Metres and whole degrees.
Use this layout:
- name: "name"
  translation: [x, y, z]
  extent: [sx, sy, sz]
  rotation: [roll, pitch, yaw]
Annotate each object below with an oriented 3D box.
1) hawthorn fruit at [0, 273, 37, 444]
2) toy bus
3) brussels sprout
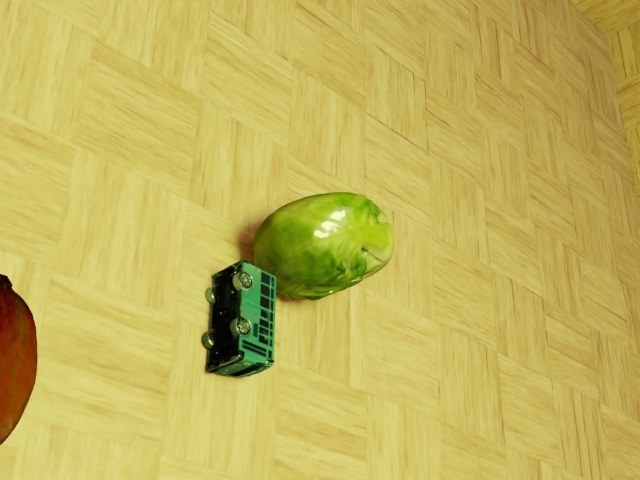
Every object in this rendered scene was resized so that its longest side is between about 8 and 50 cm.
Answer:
- name: "hawthorn fruit"
  translation: [-0.390, 0.138, 0.929]
  extent: [0.215, 0.215, 0.249]
  rotation: [17, 56, -43]
- name: "toy bus"
  translation: [-0.114, 0.121, 1.349]
  extent: [0.092, 0.079, 0.160]
  rotation: [28, 49, -37]
- name: "brussels sprout"
  translation: [0.000, 0.000, 1.447]
  extent: [0.223, 0.223, 0.161]
  rotation: [6, 49, -47]
